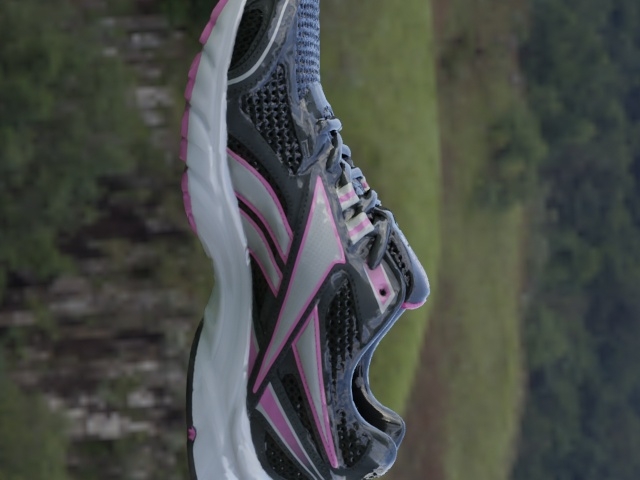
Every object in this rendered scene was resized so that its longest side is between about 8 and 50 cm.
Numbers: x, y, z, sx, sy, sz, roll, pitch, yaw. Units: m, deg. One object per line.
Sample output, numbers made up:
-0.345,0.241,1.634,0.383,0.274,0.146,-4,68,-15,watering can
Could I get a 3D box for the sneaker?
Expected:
0.000,0.000,0.655,0.072,0.077,0.178,-41,132,-71,sneaker
